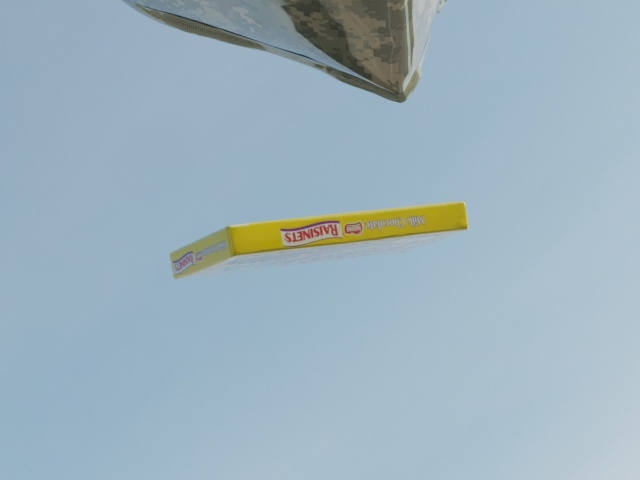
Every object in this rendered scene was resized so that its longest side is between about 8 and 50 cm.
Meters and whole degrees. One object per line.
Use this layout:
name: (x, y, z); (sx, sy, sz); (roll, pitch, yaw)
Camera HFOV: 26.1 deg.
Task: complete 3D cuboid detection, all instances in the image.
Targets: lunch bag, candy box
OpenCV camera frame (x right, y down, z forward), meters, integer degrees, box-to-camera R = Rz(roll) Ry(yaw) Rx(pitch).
lunch bag: (-0.052, -0.241, 0.883); (0.287, 0.169, 0.235); (19, -20, 15)
candy box: (0.000, 0.000, 1.043); (0.206, 0.027, 0.105); (-6, -5, -30)
